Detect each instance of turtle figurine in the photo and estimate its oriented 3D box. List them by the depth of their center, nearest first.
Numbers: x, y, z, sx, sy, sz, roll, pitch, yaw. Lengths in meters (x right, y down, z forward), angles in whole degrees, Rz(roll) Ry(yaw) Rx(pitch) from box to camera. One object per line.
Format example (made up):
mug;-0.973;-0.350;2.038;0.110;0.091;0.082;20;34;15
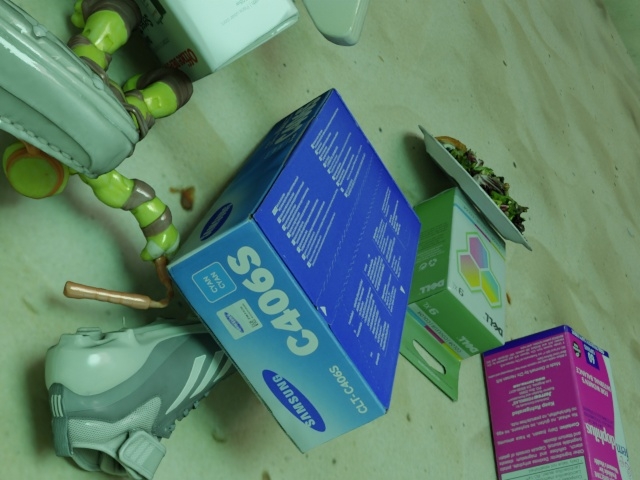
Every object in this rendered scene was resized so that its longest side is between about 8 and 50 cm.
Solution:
turtle figurine;-0.171;-0.096;0.631;0.269;0.087;0.217;41;34;-17

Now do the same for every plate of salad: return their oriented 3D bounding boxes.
plate of salad;0.189;-0.068;1.090;0.200;0.048;0.200;48;6;-7

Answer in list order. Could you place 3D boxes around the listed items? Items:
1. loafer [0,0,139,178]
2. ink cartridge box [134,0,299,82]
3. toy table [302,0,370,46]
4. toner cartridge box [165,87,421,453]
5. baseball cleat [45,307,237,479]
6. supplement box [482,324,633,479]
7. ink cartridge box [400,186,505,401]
loafer;-0.249;-0.116;0.489;0.320;0.111;0.112;32;3;-17
ink cartridge box;-0.123;-0.230;0.721;0.087;0.153;0.208;-38;104;-13
toy table;-0.007;-0.312;0.850;0.274;0.161;0.252;-6;110;-68
toner cartridge box;0.000;0.000;0.754;0.165;0.075;0.348;55;21;-13
baseball cleat;-0.108;0.102;0.630;0.206;0.072;0.109;1;90;-56
supplement box;0.262;0.221;1.015;0.111;0.114;0.220;30;49;-43
ink cartridge box;0.147;0.055;1.005;0.109;0.062;0.209;44;39;-29
